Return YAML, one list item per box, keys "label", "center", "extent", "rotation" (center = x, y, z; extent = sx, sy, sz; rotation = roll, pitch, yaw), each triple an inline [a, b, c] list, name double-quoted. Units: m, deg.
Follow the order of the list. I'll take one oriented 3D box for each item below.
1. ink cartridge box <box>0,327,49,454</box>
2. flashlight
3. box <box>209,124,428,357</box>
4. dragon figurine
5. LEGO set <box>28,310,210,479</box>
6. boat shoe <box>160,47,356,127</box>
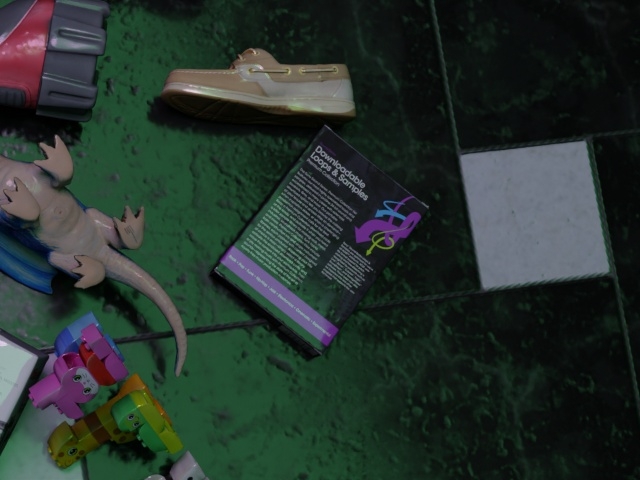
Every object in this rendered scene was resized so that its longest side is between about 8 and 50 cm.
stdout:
- label: "ink cartridge box"
  center: [-0.269, 0.140, 1.485]
  extent: [0.063, 0.109, 0.150]
  rotation: [27, 86, -2]
- label: "flashlight"
  center: [-0.324, -0.170, 1.554]
  extent: [0.304, 0.103, 0.103]
  rotation: [11, 106, -8]
- label: "box"
  center: [0.000, 0.000, 1.638]
  extent: [0.116, 0.029, 0.162]
  rotation: [39, 74, -6]
- label: "dragon figurine"
  center: [-0.216, -0.010, 1.554]
  extent: [0.289, 0.144, 0.085]
  rotation: [42, 70, -24]
- label: "LEGO set"
  center: [-0.174, 0.145, 1.523]
  extent: [0.093, 0.087, 0.227]
  rotation: [-34, 133, -4]
- label: "boat shoe"
  center: [-0.052, -0.132, 1.635]
  extent: [0.170, 0.063, 0.059]
  rotation: [5, 76, -23]
